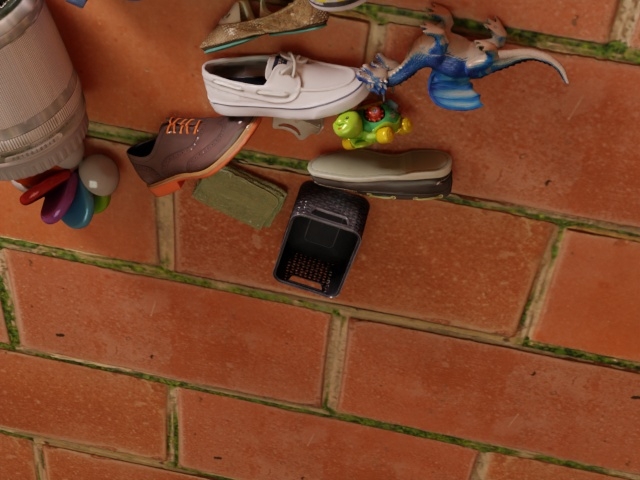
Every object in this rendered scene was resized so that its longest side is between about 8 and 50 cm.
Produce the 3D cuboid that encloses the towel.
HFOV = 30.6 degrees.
[{"bbox_3d":[-0.136,-0.078,1.971,0.148,0.027,0.110,23,137,-10],"label":"towel"}]

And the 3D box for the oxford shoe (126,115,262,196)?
[{"bbox_3d":[-0.205,-0.155,1.863,0.271,0.097,0.098,-25,118,35],"label":"oxford shoe"}]

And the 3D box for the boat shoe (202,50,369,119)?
[{"bbox_3d":[-0.056,-0.235,1.733,0.258,0.095,0.084,-3,138,18],"label":"boat shoe"}]

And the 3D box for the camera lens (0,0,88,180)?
[{"bbox_3d":[-0.485,-0.254,1.745,0.219,0.219,0.274,-1,135,17],"label":"camera lens"}]

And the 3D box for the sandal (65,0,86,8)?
[{"bbox_3d":[-0.263,-0.392,1.622,0.317,0.126,0.138,6,141,22],"label":"sandal"}]

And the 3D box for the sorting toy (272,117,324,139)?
[{"bbox_3d":[-0.040,-0.187,1.821,0.083,0.045,0.075,23,144,-9],"label":"sorting toy"}]

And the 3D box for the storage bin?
[{"bbox_3d":[0.000,0.000,1.971,0.122,0.084,0.180,18,136,-2],"label":"storage bin"}]

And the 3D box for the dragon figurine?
[{"bbox_3d":[0.200,-0.242,1.658,0.289,0.085,0.144,13,137,3],"label":"dragon figurine"}]

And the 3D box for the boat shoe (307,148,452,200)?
[{"bbox_3d":[0.094,-0.097,1.843,0.227,0.081,0.069,1,131,12],"label":"boat shoe"}]

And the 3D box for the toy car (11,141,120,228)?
[{"bbox_3d":[-0.439,-0.091,1.964,0.182,0.136,0.159,40,132,-24],"label":"toy car"}]

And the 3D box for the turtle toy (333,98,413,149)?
[{"bbox_3d":[0.071,-0.175,1.750,0.095,0.130,0.066,-6,106,43],"label":"turtle toy"}]

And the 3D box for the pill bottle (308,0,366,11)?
[{"bbox_3d":[0.010,-0.401,1.534,0.103,0.103,0.184,-2,134,18],"label":"pill bottle"}]

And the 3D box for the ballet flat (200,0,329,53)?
[{"bbox_3d":[-0.086,-0.321,1.687,0.206,0.073,0.067,-10,104,21],"label":"ballet flat"}]
